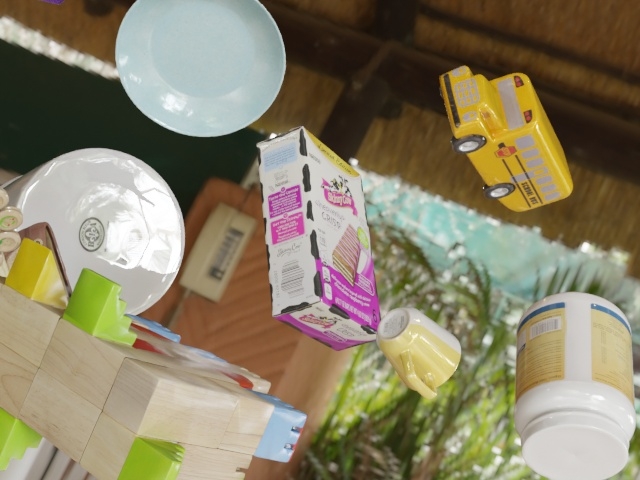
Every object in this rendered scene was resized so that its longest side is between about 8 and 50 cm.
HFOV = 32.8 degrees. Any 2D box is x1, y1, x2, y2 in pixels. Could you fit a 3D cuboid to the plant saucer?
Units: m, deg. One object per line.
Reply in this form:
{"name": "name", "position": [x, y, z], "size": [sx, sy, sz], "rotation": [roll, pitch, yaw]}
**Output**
{"name": "plant saucer", "position": [-0.137, -0.215, 1.257], "size": [0.195, 0.195, 0.037], "rotation": [29, 26, -17]}

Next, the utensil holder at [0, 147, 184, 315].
{"name": "utensil holder", "position": [-0.459, 0.007, 2.009], "size": [0.328, 0.327, 0.385], "rotation": [30, -18, -21]}

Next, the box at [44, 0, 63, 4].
{"name": "box", "position": [-0.287, -0.455, 1.369], "size": [0.293, 0.200, 0.057], "rotation": [-25, -19, 39]}

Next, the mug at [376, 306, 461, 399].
{"name": "mug", "position": [0.086, 0.093, 0.957], "size": [0.064, 0.062, 0.078], "rotation": [46, -7, -34]}

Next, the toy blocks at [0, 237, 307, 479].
{"name": "toy blocks", "position": [-0.165, 0.145, 1.034], "size": [0.381, 0.190, 0.261], "rotation": [22, -2, 41]}

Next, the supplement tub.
{"name": "supplement tub", "position": [0.310, 0.179, 1.333], "size": [0.144, 0.199, 0.144], "rotation": [7, -43, 6]}

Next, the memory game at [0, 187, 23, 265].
{"name": "memory game", "position": [-0.459, -0.010, 1.337], "size": [0.186, 0.186, 0.012], "rotation": [38, 21, -47]}

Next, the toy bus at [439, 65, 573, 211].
{"name": "toy bus", "position": [0.288, -0.156, 1.678], "size": [0.130, 0.108, 0.333], "rotation": [-17, -27, 18]}

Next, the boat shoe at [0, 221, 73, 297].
{"name": "boat shoe", "position": [-0.361, 0.133, 1.550], "size": [0.342, 0.123, 0.123], "rotation": [64, 2, 12]}

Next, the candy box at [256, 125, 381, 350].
{"name": "candy box", "position": [0.000, 0.000, 1.326], "size": [0.071, 0.233, 0.159], "rotation": [-20, -28, 23]}
